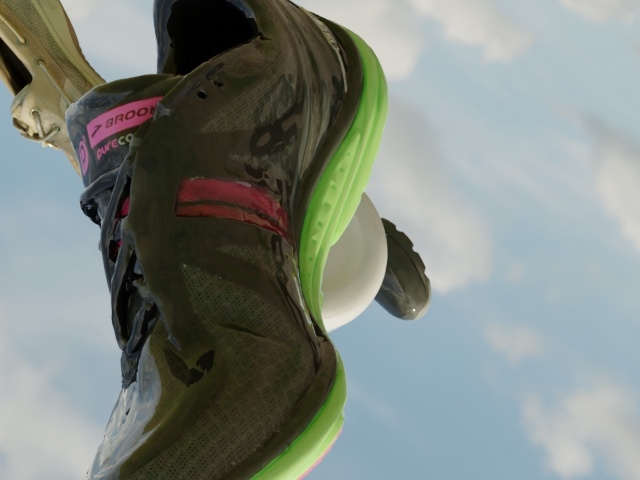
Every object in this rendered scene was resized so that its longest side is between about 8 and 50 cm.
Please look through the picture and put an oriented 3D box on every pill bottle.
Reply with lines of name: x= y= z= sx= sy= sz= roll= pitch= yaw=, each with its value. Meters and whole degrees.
pill bottle: x=-0.059 y=0.033 z=1.602 sx=0.146 sy=0.146 sz=0.264 roll=25 pitch=156 yaw=-17

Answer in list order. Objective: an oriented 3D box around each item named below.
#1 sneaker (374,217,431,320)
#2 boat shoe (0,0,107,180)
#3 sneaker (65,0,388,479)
sneaker: x=0.000 y=0.000 z=1.962 sx=0.267 sy=0.101 sz=0.106 roll=42 pitch=-125 yaw=13
boat shoe: x=-0.272 y=-0.139 z=1.889 sx=0.098 sy=0.109 sz=0.302 roll=-29 pitch=-90 yaw=-29
sneaker: x=-0.088 y=0.005 z=1.155 sx=0.202 sy=0.185 sz=0.483 roll=39 pitch=-144 yaw=-26
